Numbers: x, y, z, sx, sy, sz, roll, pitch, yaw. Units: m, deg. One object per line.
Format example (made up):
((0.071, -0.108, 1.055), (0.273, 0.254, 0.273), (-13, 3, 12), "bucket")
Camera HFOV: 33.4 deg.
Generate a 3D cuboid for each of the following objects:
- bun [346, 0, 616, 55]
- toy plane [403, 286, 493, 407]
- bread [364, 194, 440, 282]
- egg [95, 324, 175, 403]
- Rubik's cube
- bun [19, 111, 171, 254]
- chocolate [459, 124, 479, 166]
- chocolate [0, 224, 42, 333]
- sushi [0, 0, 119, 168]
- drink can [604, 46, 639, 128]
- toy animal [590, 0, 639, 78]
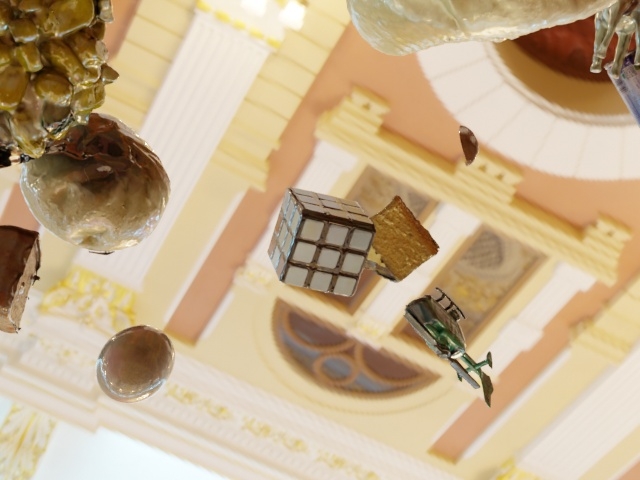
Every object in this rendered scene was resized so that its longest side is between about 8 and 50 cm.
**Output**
((0.202, -0.364, 1.319), (0.349, 0.352, 0.227), (-47, -55, -69), "bun")
((0.192, 0.149, 1.570), (0.235, 0.060, 0.096), (45, -155, -29), "toy plane")
((0.160, 0.000, 2.224), (0.152, 0.127, 0.147), (37, -121, 21), "bread")
((-0.266, 0.177, 1.539), (0.103, 0.103, 0.135), (38, -143, 5), "egg")
((0.000, 0.000, 2.136), (0.160, 0.163, 0.162), (12, -159, -17), "Rubik's cube")
((-0.387, -0.113, 1.889), (0.272, 0.168, 0.273), (14, -129, -18), "bun")
((0.266, -0.172, 1.903), (0.101, 0.031, 0.065), (-58, -49, -74), "chocolate")
((-0.505, 0.061, 1.692), (0.093, 0.214, 0.149), (14, -109, -7), "chocolate")
((-0.466, -0.261, 1.647), (0.285, 0.329, 0.328), (4, -167, 14), "sushi")
((0.628, -0.248, 1.987), (0.097, 0.097, 0.235), (-25, -97, -49), "drink can")
((0.511, -0.367, 1.838), (0.089, 0.170, 0.255), (11, -164, 1), "toy animal")
